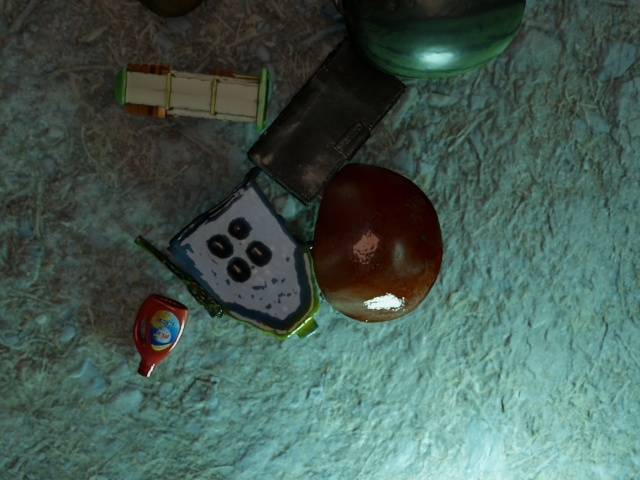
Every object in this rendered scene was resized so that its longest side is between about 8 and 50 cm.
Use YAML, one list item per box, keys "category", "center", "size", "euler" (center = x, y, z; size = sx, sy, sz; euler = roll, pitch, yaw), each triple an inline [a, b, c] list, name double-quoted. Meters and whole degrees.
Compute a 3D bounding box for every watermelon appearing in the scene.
- category: "watermelon"
  center: [0.194, -0.436, 1.151]
  size: [0.359, 0.279, 0.279]
  euler: [-10, 102, -12]

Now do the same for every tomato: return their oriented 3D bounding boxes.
- category: "tomato"
  center: [0.138, 0.003, 1.206]
  size: [0.338, 0.143, 0.339]
  euler: [1, 88, -52]

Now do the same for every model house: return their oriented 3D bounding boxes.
- category: "model house"
  center: [-0.121, 0.046, 1.176]
  size: [0.215, 0.237, 0.303]
  euler: [-35, 99, -4]

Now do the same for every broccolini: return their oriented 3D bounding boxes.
- category: "broccolini"
  center: [-0.278, 0.075, 1.266]
  size: [0.239, 0.051, 0.054]
  euler: [41, 134, -15]

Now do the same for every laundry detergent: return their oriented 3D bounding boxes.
- category: "laundry detergent"
  center: [-0.335, 0.196, 1.271]
  size: [0.097, 0.049, 0.165]
  euler: [23, 96, -8]

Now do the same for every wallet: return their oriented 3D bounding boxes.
- category: "wallet"
  center: [0.013, -0.235, 1.249]
  size: [0.169, 0.044, 0.317]
  euler: [39, 84, -3]

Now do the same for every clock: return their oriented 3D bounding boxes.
- category: "clock"
  center: [-0.221, -0.266, 1.129]
  size: [0.255, 0.220, 0.106]
  euler: [6, 101, -5]

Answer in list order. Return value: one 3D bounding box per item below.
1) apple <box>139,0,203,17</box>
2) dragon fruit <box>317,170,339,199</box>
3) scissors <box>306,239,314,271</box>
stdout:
- category: "apple"
  center: [-0.263, -0.493, 1.087]
  size: [0.188, 0.188, 0.174]
  euler: [41, 85, -16]
- category: "dragon fruit"
  center: [0.028, -0.104, 1.290]
  size: [0.083, 0.056, 0.060]
  euler: [-28, 104, -8]
- category: "scissors"
  center: [0.000, 0.000, 1.321]
  size: [0.109, 0.022, 0.300]
  euler: [41, 90, -16]
